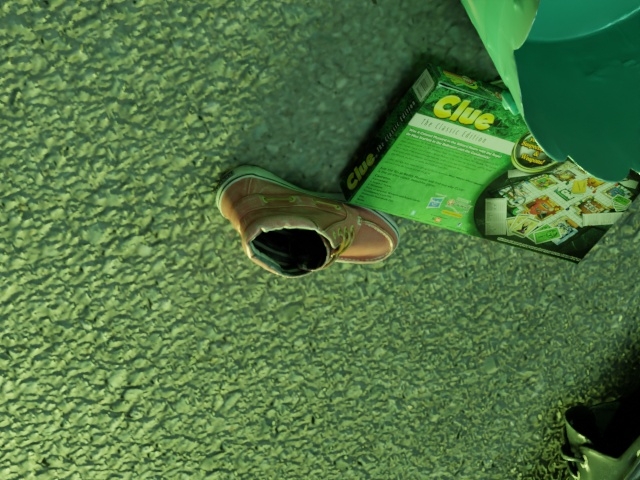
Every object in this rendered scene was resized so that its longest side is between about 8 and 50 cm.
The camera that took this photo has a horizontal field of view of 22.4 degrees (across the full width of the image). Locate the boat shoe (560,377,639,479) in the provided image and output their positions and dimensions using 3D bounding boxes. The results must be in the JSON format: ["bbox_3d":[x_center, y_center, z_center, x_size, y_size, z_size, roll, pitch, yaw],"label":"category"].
[{"bbox_3d":[0.292,0.193,1.570,0.113,0.127,0.340,40,116,-11],"label":"boat shoe"}]

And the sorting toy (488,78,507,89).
[{"bbox_3d":[0.145,-0.105,1.317,0.083,0.012,0.062,-17,133,-11],"label":"sorting toy"}]

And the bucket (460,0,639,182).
[{"bbox_3d":[0.233,-0.196,1.164,0.281,0.183,0.281,-12,132,-14],"label":"bucket"}]

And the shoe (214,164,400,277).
[{"bbox_3d":[0.000,0.000,1.293,0.178,0.081,0.063,19,118,-34],"label":"shoe"}]

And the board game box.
[{"bbox_3d":[0.156,-0.058,1.339,0.259,0.030,0.136,14,129,-34],"label":"board game box"}]
